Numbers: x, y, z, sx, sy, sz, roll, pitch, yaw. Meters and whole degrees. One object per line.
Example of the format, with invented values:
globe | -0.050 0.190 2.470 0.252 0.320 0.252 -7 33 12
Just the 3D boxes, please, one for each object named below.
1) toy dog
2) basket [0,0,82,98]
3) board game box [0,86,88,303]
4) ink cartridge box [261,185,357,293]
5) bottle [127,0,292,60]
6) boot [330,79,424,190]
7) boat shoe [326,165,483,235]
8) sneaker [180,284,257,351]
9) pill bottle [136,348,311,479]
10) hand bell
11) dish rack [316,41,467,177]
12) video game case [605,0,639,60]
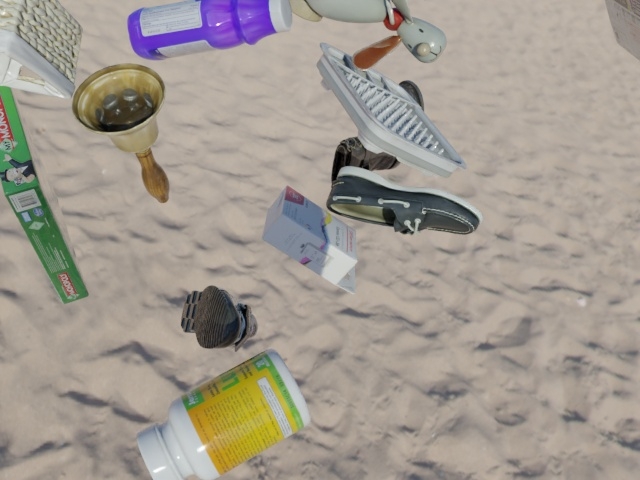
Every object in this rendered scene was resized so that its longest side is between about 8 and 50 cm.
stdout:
toy dog | 0.083 -0.446 1.225 0.334 0.220 0.161 13 37 9
basket | -0.374 -0.254 0.771 0.113 0.103 0.167 12 -5 4
board game box | -0.431 -0.065 0.966 0.046 0.317 0.213 -20 63 -18
ink cartridge box | 0.000 0.000 1.133 0.198 0.067 0.115 33 26 -16
bottle | -0.192 -0.381 1.121 0.283 0.092 0.118 -4 13 17
boot | 0.129 -0.241 1.507 0.091 0.263 0.229 35 38 29
boat shoe | 0.158 -0.055 1.241 0.302 0.114 0.091 16 66 22
sneaker | -0.186 0.163 1.317 0.146 0.122 0.330 16 -5 -20
pill bottle | -0.151 0.283 0.991 0.246 0.136 0.136 -27 56 -14
hand bell | -0.263 -0.130 0.952 0.126 0.242 0.126 -2 59 3
dish rack | 0.130 -0.255 1.302 0.285 0.072 0.333 17 32 -40
video game case | 0.400 -0.315 0.789 0.210 0.042 0.232 61 18 -26
